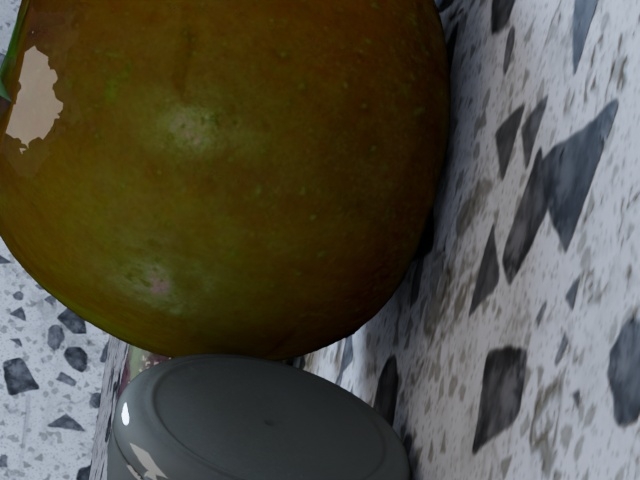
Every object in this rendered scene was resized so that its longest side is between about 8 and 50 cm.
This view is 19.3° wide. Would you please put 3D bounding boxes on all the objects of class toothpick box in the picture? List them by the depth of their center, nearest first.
[{"bbox_3d":[-0.063,0.265,1.335,0.229,0.229,0.316,-102,25,-65],"label":"toothpick box"}]

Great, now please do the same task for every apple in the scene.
[{"bbox_3d":[-0.086,-0.094,1.442,0.374,0.374,0.384,113,164,-46],"label":"apple"}]

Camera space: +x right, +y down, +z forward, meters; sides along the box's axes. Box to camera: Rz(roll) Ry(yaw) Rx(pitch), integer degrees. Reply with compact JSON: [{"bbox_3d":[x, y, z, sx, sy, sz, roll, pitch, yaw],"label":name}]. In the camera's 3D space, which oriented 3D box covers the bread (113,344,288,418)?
[{"bbox_3d":[-0.109,0.107,1.845,0.187,0.155,0.338,-94,18,-69],"label":"bread"}]
